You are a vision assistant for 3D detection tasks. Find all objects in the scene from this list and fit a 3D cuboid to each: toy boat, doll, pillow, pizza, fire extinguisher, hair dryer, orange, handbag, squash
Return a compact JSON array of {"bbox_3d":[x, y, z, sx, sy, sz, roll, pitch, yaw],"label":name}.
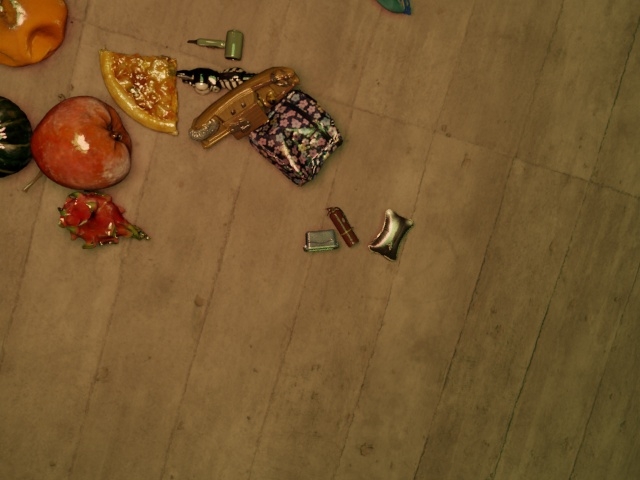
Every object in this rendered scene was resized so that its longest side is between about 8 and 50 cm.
[{"bbox_3d":[0.197,-0.690,1.488,0.175,0.091,0.110,48,62,-13],"label":"toy boat"},{"bbox_3d":[-0.272,-0.424,1.447,0.219,0.091,0.067,0,94,-6],"label":"doll"},{"bbox_3d":[0.201,-0.014,1.572,0.091,0.055,0.136,25,91,9],"label":"pillow"},{"bbox_3d":[-0.453,-0.412,1.442,0.197,0.058,0.292,-39,99,-2],"label":"pizza"},{"bbox_3d":[0.062,-0.045,1.557,0.056,0.039,0.132,-38,100,-35],"label":"fire extinguisher"},{"bbox_3d":[-0.283,-0.526,1.466,0.149,0.047,0.071,7,93,3],"label":"hair dryer"},{"bbox_3d":[-0.196,-0.340,1.416,0.321,0.122,0.089,-30,141,11],"label":"toy boat"},{"bbox_3d":[-0.756,-0.555,1.326,0.248,0.183,0.249,-1,98,-8],"label":"orange"},{"bbox_3d":[-0.064,-0.284,1.469,0.228,0.127,0.208,40,80,6],"label":"handbag"},{"bbox_3d":[-0.820,-0.259,1.355,0.217,0.172,0.219,0,94,-5],"label":"squash"}]

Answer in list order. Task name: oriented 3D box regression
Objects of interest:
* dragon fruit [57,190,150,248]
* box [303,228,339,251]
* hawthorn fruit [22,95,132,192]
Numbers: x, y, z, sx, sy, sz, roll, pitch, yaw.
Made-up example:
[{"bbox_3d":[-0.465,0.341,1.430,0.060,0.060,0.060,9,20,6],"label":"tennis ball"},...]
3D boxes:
[{"bbox_3d":[-0.563,-0.043,1.431,0.235,0.137,0.135,32,118,-17],"label":"dragon fruit"},{"bbox_3d":[0.000,0.000,1.541,0.099,0.074,0.054,-5,83,-6],"label":"box"},{"bbox_3d":[-0.598,-0.244,1.358,0.262,0.231,0.235,11,69,-9],"label":"hawthorn fruit"}]
